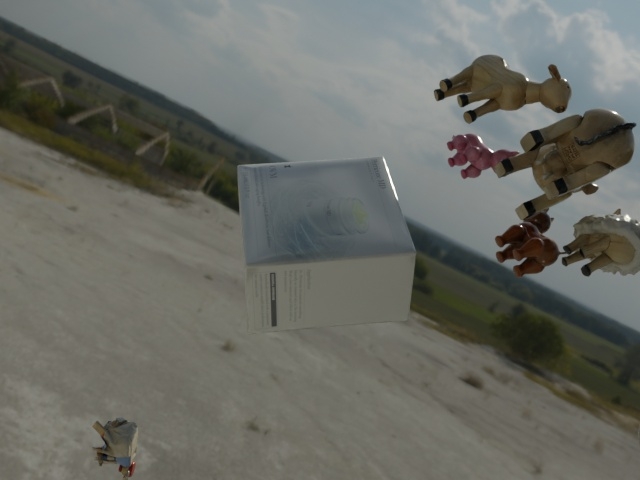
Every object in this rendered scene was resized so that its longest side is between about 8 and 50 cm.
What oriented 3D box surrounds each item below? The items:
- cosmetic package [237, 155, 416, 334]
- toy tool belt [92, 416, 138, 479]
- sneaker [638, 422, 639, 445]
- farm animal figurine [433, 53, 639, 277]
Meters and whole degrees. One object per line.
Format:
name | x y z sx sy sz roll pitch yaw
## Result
cosmetic package | 0.000 0.000 1.046 0.225 0.138 0.224 -4 41 -7
toy tool belt | -0.247 0.248 0.880 0.051 0.083 0.052 13 36 1
sneaker | 0.547 0.215 1.096 0.105 0.281 0.115 36 -24 9
farm animal figurine | 0.324 -0.122 1.034 0.327 0.172 0.330 -172 -120 -76
